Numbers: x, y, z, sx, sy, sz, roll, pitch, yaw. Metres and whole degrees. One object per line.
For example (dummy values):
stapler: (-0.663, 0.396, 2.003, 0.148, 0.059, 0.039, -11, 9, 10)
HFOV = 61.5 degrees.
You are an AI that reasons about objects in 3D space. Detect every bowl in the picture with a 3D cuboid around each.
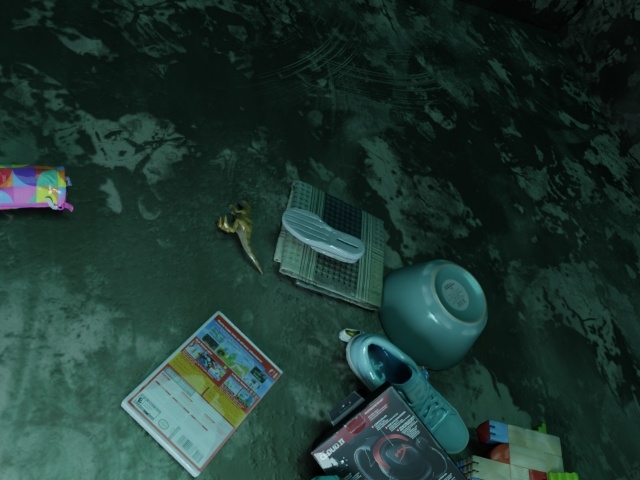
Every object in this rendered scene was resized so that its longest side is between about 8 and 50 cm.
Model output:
bowl: (0.328, 0.176, 1.455, 0.311, 0.163, 0.311, 16, 53, -23)

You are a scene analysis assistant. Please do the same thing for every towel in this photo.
towel: (0.035, 0.015, 1.468, 0.312, 0.056, 0.324, 24, 48, -20)

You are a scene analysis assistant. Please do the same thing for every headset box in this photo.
headset box: (0.135, 0.454, 1.120, 0.218, 0.110, 0.293, -39, 83, -5)

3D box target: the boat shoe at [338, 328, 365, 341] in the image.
boat shoe: (0.097, 0.242, 1.354, 0.100, 0.035, 0.035, 21, 52, -18)

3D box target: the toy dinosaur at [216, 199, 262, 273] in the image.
toy dinosaur: (-0.194, -0.028, 1.338, 0.112, 0.064, 0.211, 8, 57, -28)

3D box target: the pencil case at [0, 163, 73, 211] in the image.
pencil case: (-0.637, -0.108, 1.100, 0.236, 0.104, 0.104, -2, 62, -31)

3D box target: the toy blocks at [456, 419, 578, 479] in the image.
toy blocks: (0.433, 0.586, 1.259, 0.261, 0.191, 0.381, 17, 53, -8)

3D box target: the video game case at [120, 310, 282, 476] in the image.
video game case: (-0.234, 0.305, 1.118, 0.204, 0.025, 0.285, 44, 48, 1)

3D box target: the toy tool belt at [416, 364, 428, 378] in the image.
toy tool belt: (0.252, 0.344, 1.371, 0.083, 0.051, 0.052, -17, 70, -38)

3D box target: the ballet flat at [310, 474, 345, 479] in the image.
ballet flat: (-0.054, 0.627, 0.960, 0.147, 0.147, 0.409, 40, 54, -3)

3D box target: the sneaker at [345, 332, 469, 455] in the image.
sneaker: (0.204, 0.361, 1.244, 0.366, 0.150, 0.135, 41, 76, 5)

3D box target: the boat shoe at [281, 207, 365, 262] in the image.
boat shoe: (0.000, 0.000, 1.366, 0.226, 0.076, 0.083, 29, 58, 3)
